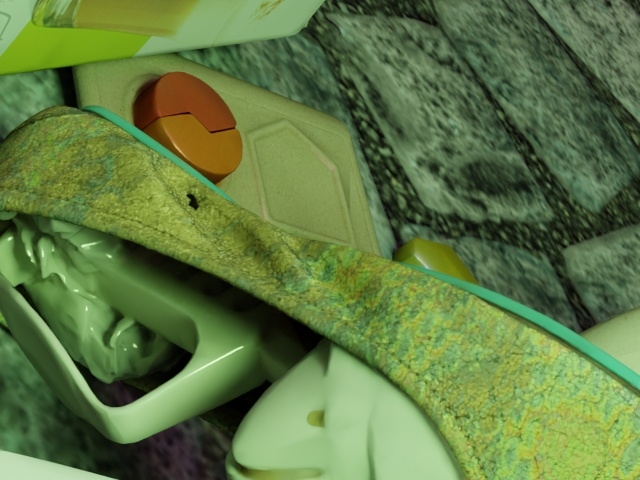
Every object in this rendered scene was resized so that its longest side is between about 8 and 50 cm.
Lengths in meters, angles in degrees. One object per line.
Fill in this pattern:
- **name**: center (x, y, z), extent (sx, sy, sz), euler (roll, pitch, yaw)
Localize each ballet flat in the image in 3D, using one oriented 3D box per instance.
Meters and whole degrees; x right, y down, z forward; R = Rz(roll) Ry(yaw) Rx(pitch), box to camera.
- **ballet flat**: center (-0.023, 0.051, 0.678), extent (0.348, 0.123, 0.123), euler (28, 18, 31)

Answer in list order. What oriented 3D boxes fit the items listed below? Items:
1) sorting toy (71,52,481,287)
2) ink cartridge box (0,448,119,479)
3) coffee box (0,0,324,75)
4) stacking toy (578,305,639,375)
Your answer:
- **sorting toy**: center (0.000, 0.000, 0.947), extent (0.307, 0.041, 0.229), euler (17, 45, -44)
- **ink cartridge box**: center (-0.032, 0.271, 0.471), extent (0.279, 0.160, 0.384), euler (27, 37, -52)
- **coffee box**: center (-0.091, -0.322, 0.836), extent (0.338, 0.337, 0.334), euler (52, 30, 13)
- **stacking toy**: center (0.214, 0.147, 0.919), extent (0.350, 0.350, 0.480), euler (49, 12, -5)
